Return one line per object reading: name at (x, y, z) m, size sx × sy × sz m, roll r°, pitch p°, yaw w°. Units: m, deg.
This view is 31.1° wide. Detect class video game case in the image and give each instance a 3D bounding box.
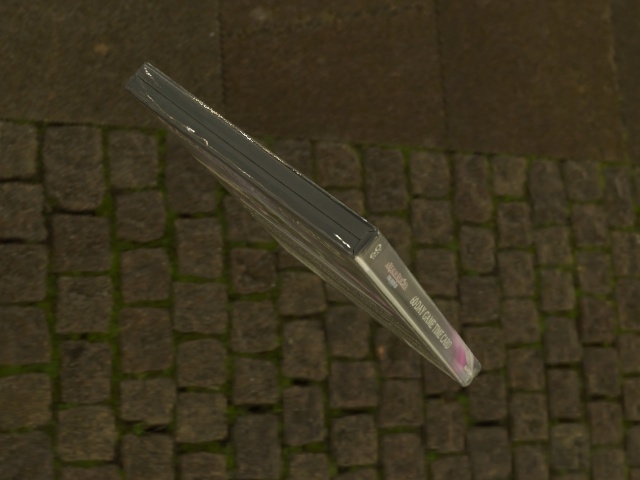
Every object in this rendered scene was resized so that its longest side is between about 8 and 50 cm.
video game case at (0.000, 0.000, 0.761) m, size 0.026 × 0.196 × 0.274 m, roll -50°, pitch 152°, yaw -6°
